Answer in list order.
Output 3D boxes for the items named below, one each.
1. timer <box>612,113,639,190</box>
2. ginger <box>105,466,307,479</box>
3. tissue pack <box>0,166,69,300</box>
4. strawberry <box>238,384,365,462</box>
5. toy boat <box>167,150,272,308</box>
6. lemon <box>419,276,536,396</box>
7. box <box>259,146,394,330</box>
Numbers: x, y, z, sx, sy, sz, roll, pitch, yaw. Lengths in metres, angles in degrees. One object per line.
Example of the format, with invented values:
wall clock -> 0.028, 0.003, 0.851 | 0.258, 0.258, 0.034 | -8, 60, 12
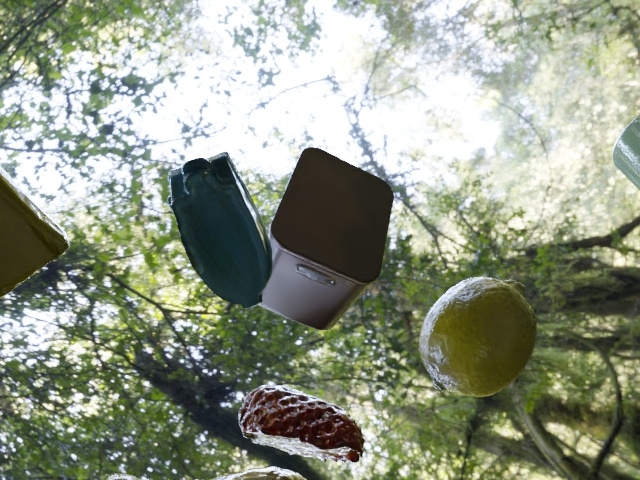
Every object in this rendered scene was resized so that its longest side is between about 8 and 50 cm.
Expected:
timer -> 0.861, -0.142, 1.152 | 0.291, 0.291, 0.315 | 24, -138, -40
ginger -> -0.228, 0.476, 0.934 | 0.348, 0.363, 0.122 | 14, -125, -14
tissue pack -> -0.493, -0.038, 0.675 | 0.192, 0.134, 0.271 | -43, -66, -15
strawberry -> -0.039, 0.445, 1.296 | 0.265, 0.336, 0.149 | 48, -131, -42
toy boat -> -0.110, -0.011, 0.613 | 0.088, 0.102, 0.215 | -20, -59, -3
lemon -> 0.363, 0.215, 1.205 | 0.320, 0.245, 0.245 | -46, -61, -15
box -> 0.000, 0.000, 1.190 | 0.239, 0.229, 0.339 | 23, -135, -6
